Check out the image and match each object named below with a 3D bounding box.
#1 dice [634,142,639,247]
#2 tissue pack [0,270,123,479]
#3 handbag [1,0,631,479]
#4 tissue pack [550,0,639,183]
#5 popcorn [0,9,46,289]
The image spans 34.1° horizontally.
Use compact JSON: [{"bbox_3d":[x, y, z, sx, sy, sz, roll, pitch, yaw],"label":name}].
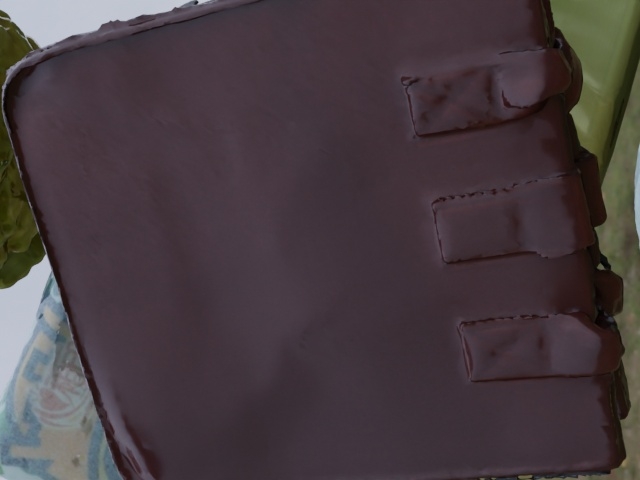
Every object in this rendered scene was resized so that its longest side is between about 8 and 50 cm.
[{"bbox_3d":[0.458,-0.054,0.928,0.262,0.265,0.268,-44,-51,-30],"label":"dice"},{"bbox_3d":[-0.105,0.139,0.892,0.128,0.311,0.228,-86,22,-77],"label":"tissue pack"},{"bbox_3d":[0.000,0.000,0.515,0.084,0.276,0.260,-42,-62,-67],"label":"handbag"},{"bbox_3d":[0.151,-0.140,0.689,0.159,0.125,0.234,58,-130,-74],"label":"tissue pack"},{"bbox_3d":[-0.357,-0.094,0.956,0.282,0.247,0.282,-50,-26,-36],"label":"popcorn"}]
